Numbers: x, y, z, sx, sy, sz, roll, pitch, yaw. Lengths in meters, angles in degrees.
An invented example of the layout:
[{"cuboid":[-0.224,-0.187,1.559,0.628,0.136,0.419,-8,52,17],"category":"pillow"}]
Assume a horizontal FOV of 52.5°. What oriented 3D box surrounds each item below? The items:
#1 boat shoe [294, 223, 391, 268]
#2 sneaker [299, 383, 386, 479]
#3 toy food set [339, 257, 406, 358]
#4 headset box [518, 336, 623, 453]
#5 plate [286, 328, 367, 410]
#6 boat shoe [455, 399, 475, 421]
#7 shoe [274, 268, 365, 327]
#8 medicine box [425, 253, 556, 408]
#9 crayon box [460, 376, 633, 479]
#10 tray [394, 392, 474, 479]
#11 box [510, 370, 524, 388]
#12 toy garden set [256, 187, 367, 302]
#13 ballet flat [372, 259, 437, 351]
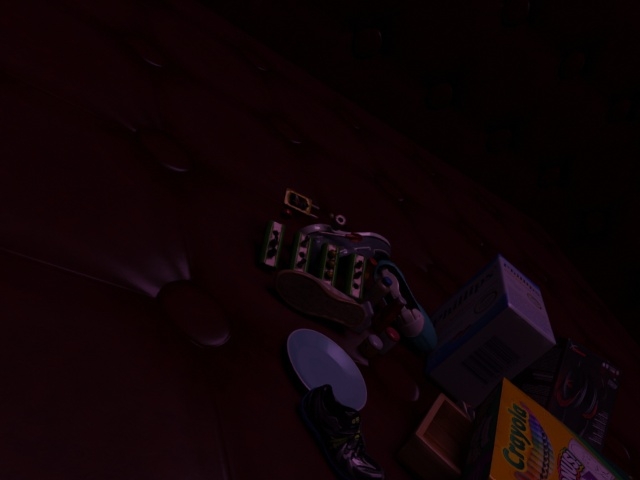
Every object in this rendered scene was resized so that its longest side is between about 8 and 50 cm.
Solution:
[{"cuboid":[0.066,0.038,1.568,0.319,0.116,0.099,12,54,-47],"category":"boat shoe"},{"cuboid":[0.041,0.316,1.052,0.188,0.078,0.067,52,25,20],"category":"sneaker"},{"cuboid":[0.127,0.152,1.443,0.111,0.104,0.232,30,26,-27],"category":"toy food set"},{"cuboid":[0.578,0.403,1.547,0.218,0.293,0.110,30,-17,-24],"category":"headset box"},{"cuboid":[0.008,0.243,1.199,0.188,0.024,0.188,35,23,-17],"category":"plate"},{"cuboid":[0.316,0.397,1.394,0.043,0.049,0.137,40,18,-10],"category":"boat shoe"},{"cuboid":[-0.007,0.120,1.343,0.219,0.077,0.058,30,1,-23],"category":"shoe"},{"cuboid":[0.396,0.214,1.560,0.149,0.263,0.289,40,23,-7],"category":"medicine box"},{"cuboid":[0.408,0.443,1.139,0.313,0.106,0.363,39,22,6],"category":"crayon box"},{"cuboid":[0.338,0.481,1.200,0.411,0.076,0.203,40,22,13],"category":"tray"},{"cuboid":[0.510,0.365,1.672,0.203,0.114,0.103,37,24,-15],"category":"box"},{"cuboid":[0.000,0.000,1.413,0.244,0.049,0.204,21,55,-17],"category":"toy garden set"},{"cuboid":[0.190,0.155,1.529,0.247,0.083,0.087,62,9,16],"category":"ballet flat"}]
